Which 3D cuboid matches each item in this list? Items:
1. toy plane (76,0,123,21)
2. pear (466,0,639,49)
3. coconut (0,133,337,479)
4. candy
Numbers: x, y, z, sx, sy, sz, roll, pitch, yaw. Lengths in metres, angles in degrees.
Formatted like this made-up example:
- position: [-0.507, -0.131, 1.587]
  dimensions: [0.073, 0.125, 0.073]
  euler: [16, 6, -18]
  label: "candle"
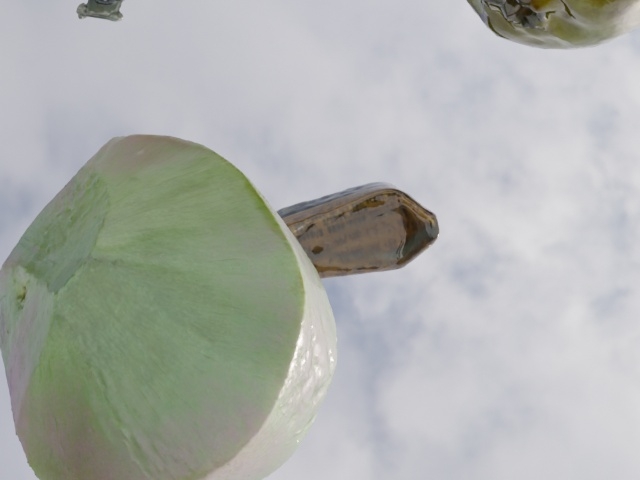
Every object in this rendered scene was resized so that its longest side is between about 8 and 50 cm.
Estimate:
- position: [-0.116, -0.247, 0.751]
  dimensions: [0.262, 0.192, 0.088]
  euler: [15, -160, 29]
  label: "toy plane"
- position: [0.191, -0.283, 0.702]
  dimensions: [0.269, 0.269, 0.321]
  euler: [24, -111, -9]
  label: "pear"
- position: [-0.096, 0.053, 0.635]
  dimensions: [0.204, 0.236, 0.236]
  euler: [21, -127, 21]
  label: "coconut"
- position: [0.000, 0.000, 1.267]
  dimensions: [0.271, 0.143, 0.101]
  euler: [-14, -75, -4]
  label: "candy"
